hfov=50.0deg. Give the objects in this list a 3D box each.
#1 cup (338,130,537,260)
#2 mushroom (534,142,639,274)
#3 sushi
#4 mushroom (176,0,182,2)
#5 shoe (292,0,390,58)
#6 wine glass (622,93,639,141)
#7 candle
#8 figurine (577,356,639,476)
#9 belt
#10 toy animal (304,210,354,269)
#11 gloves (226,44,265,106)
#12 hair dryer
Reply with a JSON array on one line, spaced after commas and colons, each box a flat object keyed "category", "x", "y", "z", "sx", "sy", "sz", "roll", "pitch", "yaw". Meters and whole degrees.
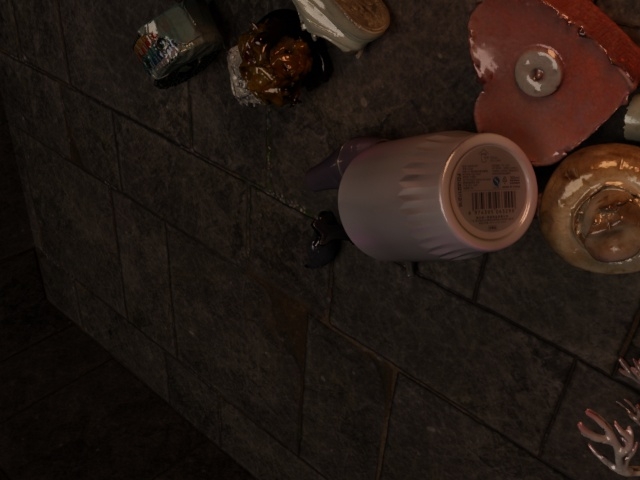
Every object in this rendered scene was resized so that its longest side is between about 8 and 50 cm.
[{"category": "cup", "x": 0.215, "y": -0.082, "z": 1.308, "sx": 0.372, "sy": 0.253, "sz": 0.253, "roll": -1, "pitch": 114, "yaw": 66}, {"category": "mushroom", "x": 0.489, "y": -0.045, "z": 1.165, "sx": 0.255, "sy": 0.184, "sz": 0.254, "roll": 11, "pitch": 134, "yaw": 11}, {"category": "sushi", "x": -0.097, "y": -0.403, "z": 1.545, "sx": 0.200, "sy": 0.204, "sz": 0.213, "roll": 54, "pitch": 146, "yaw": -1}, {"category": "mushroom", "x": -0.333, "y": -0.746, "z": 1.530, "sx": 0.397, "sy": 0.225, "sz": 0.313, "roll": 45, "pitch": 142, "yaw": 44}, {"category": "shoe", "x": -0.002, "y": -0.500, "z": 1.446, "sx": 0.316, "sy": 0.124, "sz": 0.159, "roll": 43, "pitch": 152, "yaw": 8}, {"category": "wine glass", "x": 0.581, "y": -0.178, "z": 1.058, "sx": 0.202, "sy": 0.093, "sz": 0.092, "roll": 16, "pitch": 124, "yaw": 39}, {"category": "candle", "x": 0.399, "y": -0.290, "z": 1.154, "sx": 0.287, "sy": 0.131, "sz": 0.316, "roll": 11, "pitch": 131, "yaw": 44}, {"category": "figurine", "x": 0.667, "y": 0.365, "z": 1.249, "sx": 0.316, "sy": 0.206, "sz": 0.284, "roll": -17, "pitch": 106, "yaw": 44}, {"category": "belt", "x": -0.367, "y": -0.502, "z": 1.765, "sx": 0.150, "sy": 0.207, "sz": 0.257, "roll": 58, "pitch": 149, "yaw": -2}, {"category": "toy animal", "x": -0.002, "y": -0.001, "z": 1.787, "sx": 0.210, "sy": 0.121, "sz": 0.117, "roll": -47, "pitch": 58, "yaw": 56}, {"category": "gloves", "x": -0.184, "y": -0.417, "z": 1.730, "sx": 0.114, "sy": 0.070, "sz": 0.153, "roll": 12, "pitch": 119, "yaw": 43}, {"category": "hair dryer", "x": 0.122, "y": -0.065, "z": 1.618, "sx": 0.301, "sy": 0.121, "sz": 0.361, "roll": -14, "pitch": 108, "yaw": 58}]
